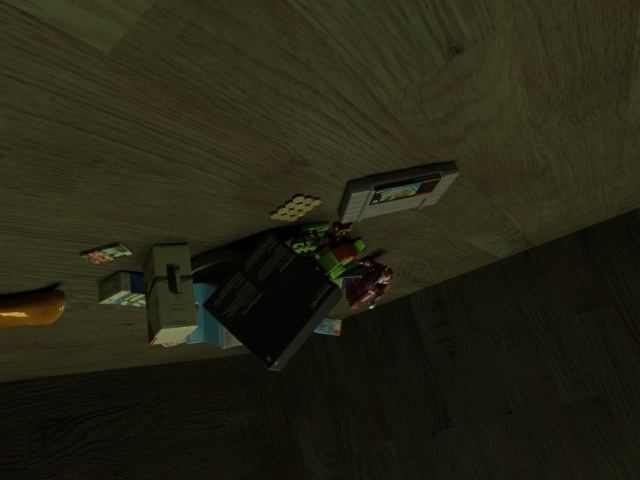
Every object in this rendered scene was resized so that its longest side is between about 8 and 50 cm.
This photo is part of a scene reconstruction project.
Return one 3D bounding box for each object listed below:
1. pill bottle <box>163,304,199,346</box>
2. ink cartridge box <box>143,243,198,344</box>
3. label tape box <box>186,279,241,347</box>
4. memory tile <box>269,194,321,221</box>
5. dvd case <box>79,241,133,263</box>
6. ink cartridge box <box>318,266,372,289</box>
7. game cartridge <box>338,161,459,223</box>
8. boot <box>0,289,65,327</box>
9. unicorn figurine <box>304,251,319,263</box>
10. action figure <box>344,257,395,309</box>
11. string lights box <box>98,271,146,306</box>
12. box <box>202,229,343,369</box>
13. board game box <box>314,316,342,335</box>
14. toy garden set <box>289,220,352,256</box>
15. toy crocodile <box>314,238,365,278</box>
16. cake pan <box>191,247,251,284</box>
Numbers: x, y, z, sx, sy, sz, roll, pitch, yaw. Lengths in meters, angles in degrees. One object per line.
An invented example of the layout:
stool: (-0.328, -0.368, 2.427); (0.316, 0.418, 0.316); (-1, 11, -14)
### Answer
pill bottle: (-0.613, 0.388, 2.064); (0.282, 0.161, 0.160); (-18, 161, 6)
ink cartridge box: (-0.483, 0.171, 1.393); (0.114, 0.273, 0.197); (1, 155, -32)
label tape box: (-0.333, 0.272, 1.658); (0.333, 0.241, 0.105); (-6, -167, -28)
memory tile: (-0.077, -0.099, 1.354); (0.113, 0.012, 0.148); (5, 151, -47)
dvd case: (-0.630, 0.038, 1.293); (0.119, 0.013, 0.087); (-14, 161, -1)
ink cartridge box: (0.040, 0.169, 1.859); (0.329, 0.072, 0.324); (-3, -178, 15)
game cartridge: (0.244, -0.149, 1.407); (0.354, 0.068, 0.230); (-12, 165, -11)
boot: (-0.984, 0.223, 1.391); (0.294, 0.104, 0.211); (-21, 161, 26)
unicorn figurine: (0.019, 0.069, 1.830); (0.161, 0.060, 0.111); (-3, 158, -35)
action figure: (0.271, 0.214, 2.156); (0.275, 0.248, 0.370); (-5, 161, -32)
string lights box: (-0.639, 0.182, 1.574); (0.133, 0.077, 0.259); (-24, 156, 28)
box: (-0.153, 0.203, 1.478); (0.343, 0.312, 0.179); (-49, 162, -7)
board game box: (-0.092, 0.443, 2.412); (0.308, 0.086, 0.301); (15, 170, -29)
toy garden set: (0.000, 0.000, 1.637); (0.203, 0.049, 0.244); (-9, 160, -18)
toy crocodile: (0.080, 0.064, 1.691); (0.105, 0.115, 0.340); (-42, 167, 25)
cake pan: (-0.357, 0.100, 1.625); (0.292, 0.054, 0.293); (-14, 161, -5)
